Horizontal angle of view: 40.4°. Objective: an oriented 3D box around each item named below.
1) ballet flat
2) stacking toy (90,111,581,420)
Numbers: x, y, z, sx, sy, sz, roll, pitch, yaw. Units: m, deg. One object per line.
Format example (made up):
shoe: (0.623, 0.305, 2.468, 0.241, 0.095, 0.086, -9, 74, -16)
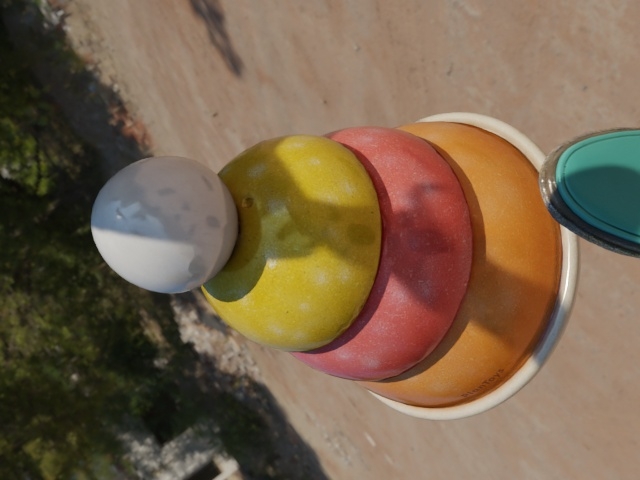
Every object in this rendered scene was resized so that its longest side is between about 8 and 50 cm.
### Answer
ballet flat: (0.308, -0.027, 0.688, 0.106, 0.315, 0.108, 128, 143, -75)
stacking toy: (0.000, 0.000, 0.853, 0.479, 0.351, 0.350, 11, -156, -46)
